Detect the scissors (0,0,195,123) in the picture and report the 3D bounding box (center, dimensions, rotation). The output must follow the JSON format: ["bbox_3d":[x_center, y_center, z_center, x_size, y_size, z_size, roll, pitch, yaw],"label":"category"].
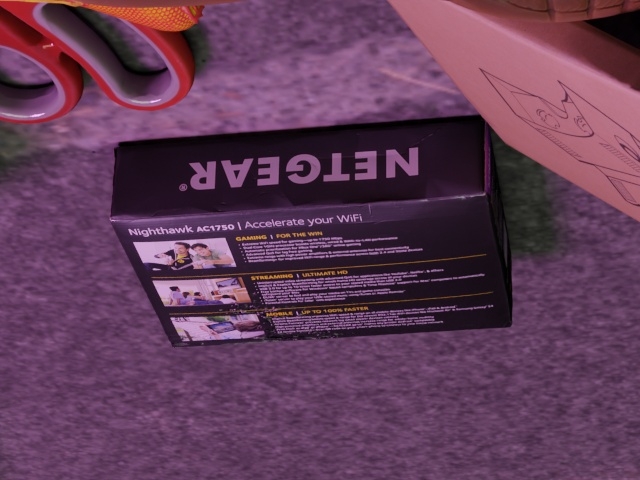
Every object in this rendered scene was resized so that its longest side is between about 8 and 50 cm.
[{"bbox_3d":[-0.156,-0.126,0.775,0.109,0.021,0.297,-10,148,24],"label":"scissors"}]

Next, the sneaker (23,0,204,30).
[{"bbox_3d":[-0.126,-0.111,0.736,0.175,0.067,0.064,21,179,-21],"label":"sneaker"}]

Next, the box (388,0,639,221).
[{"bbox_3d":[0.116,-0.043,0.772,0.201,0.021,0.164,35,175,40],"label":"box"}]

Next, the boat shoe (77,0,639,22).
[{"bbox_3d":[0.032,-0.141,0.686,0.285,0.089,0.104,1,135,-5],"label":"boat shoe"}]

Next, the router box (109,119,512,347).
[{"bbox_3d":[0.000,0.000,0.959,0.179,0.046,0.133,-4,150,8],"label":"router box"}]
